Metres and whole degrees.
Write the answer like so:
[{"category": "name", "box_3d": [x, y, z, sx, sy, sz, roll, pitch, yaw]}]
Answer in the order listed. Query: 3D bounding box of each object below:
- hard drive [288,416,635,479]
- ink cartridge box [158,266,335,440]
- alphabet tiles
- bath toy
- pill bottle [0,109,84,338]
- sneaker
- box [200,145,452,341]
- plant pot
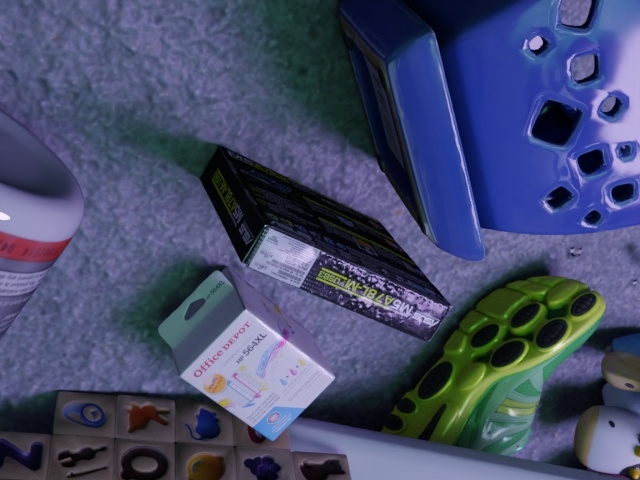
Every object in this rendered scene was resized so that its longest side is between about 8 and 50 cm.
[{"category": "hard drive", "box_3d": [0.118, 0.320, 0.967, 0.353, 0.047, 0.233, 6, 96, 22]}, {"category": "ink cartridge box", "box_3d": [-0.075, 0.104, 0.930, 0.092, 0.090, 0.143, -46, 120, 6]}, {"category": "alphabet tiles", "box_3d": [-0.128, 0.245, 0.860, 0.342, 0.285, 0.011, 7, 124, -15]}, {"category": "bath toy", "box_3d": [0.356, 0.285, 1.130, 0.151, 0.129, 0.348, -10, 119, -20]}, {"category": "pill bottle", "box_3d": [-0.362, 0.059, 0.745, 0.210, 0.210, 0.363, 32, 102, -28]}, {"category": "sneaker", "box_3d": [0.186, 0.154, 1.046, 0.295, 0.109, 0.123, -46, 134, 11]}, {"category": "box", "box_3d": [0.000, 0.000, 0.852, 0.190, 0.184, 0.045, 24, 103, -27]}, {"category": "plant pot", "box_3d": [0.148, -0.132, 0.815, 0.212, 0.236, 0.236, -19, 120, -2]}]
